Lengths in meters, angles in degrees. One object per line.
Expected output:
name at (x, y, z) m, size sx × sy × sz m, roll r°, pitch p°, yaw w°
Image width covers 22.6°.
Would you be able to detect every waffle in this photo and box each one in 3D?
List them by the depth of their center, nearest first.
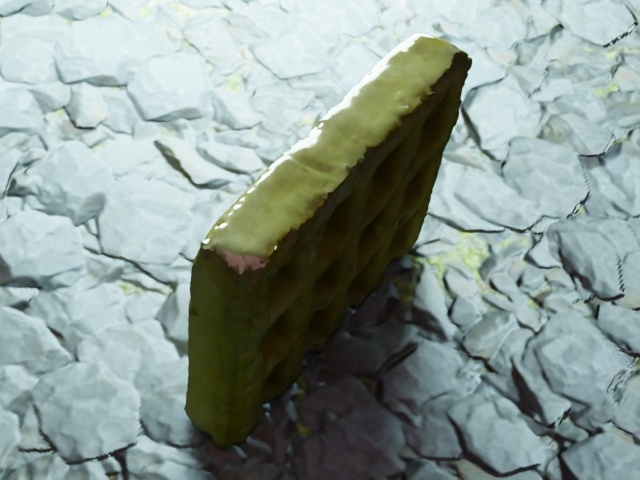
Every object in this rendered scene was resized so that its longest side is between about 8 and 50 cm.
waffle at (0.000, 0.000, 1.086) m, size 0.055 × 0.221 × 0.248 m, roll 34°, pitch 58°, yaw 16°
